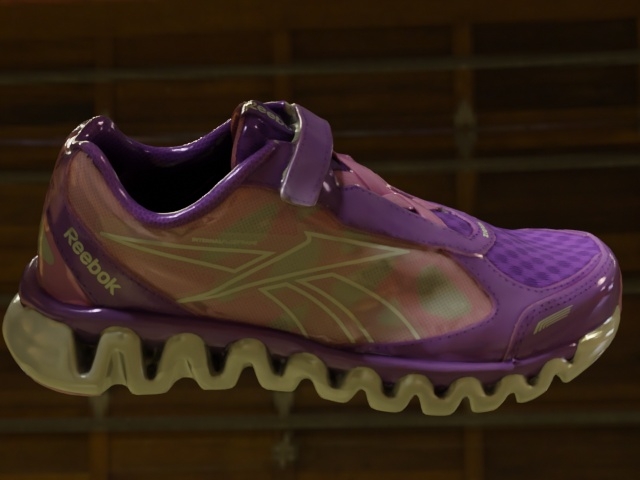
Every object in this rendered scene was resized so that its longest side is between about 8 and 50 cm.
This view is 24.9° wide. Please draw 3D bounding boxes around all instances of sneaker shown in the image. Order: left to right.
[{"bbox_3d":[0.000,0.000,0.544,0.236,0.105,0.095,2,21,-4],"label":"sneaker"}]
